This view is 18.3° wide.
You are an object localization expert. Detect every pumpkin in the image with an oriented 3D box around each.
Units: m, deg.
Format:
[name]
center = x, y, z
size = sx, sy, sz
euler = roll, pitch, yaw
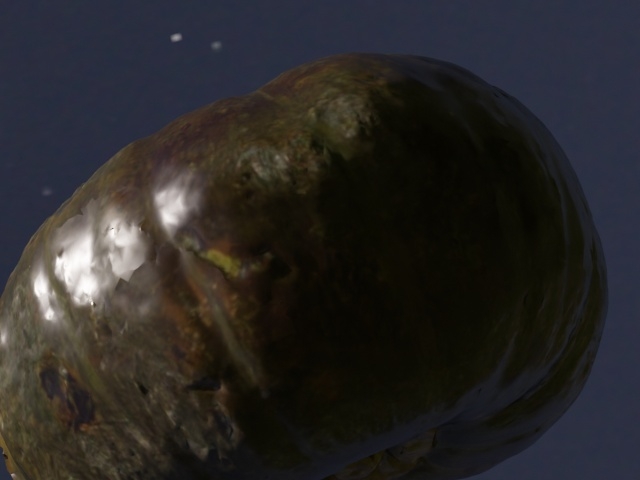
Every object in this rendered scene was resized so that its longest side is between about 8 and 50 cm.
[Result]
[pumpkin]
center = 0.000, 0.000, 0.974
size = 0.325, 0.232, 0.242
euler = -20, -119, -29
